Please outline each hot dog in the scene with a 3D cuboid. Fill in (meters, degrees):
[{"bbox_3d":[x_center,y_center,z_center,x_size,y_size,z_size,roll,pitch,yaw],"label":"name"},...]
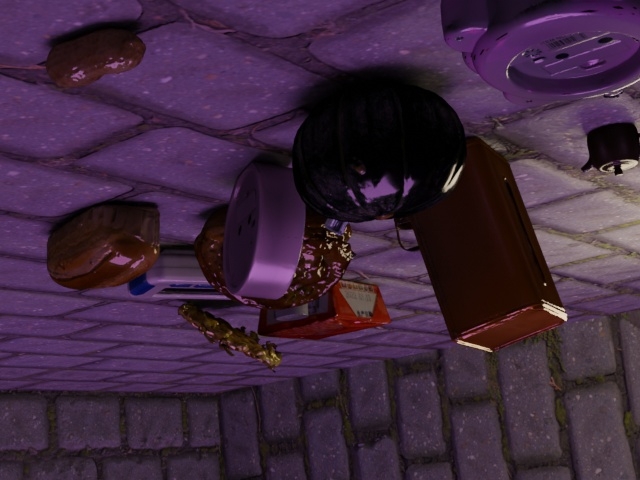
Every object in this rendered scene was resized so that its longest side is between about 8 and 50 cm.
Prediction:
[{"bbox_3d":[-0.075,0.021,1.843,0.272,0.122,0.196,6,128,-32],"label":"hot dog"}]

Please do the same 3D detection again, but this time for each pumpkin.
[{"bbox_3d":[0.073,-0.105,1.348,0.220,0.162,0.220,-4,171,-1],"label":"pumpkin"}]

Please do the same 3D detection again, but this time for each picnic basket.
[{"bbox_3d":[0.163,-0.022,1.890,0.072,0.083,0.072,-6,168,-1],"label":"picnic basket"}]

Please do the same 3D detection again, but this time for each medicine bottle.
[{"bbox_3d":[-0.062,0.090,2.155,0.080,0.130,0.080,-7,167,-2],"label":"medicine bottle"}]

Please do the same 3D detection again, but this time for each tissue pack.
[{"bbox_3d":[0.242,0.010,1.617,0.145,0.275,0.194,-25,161,22],"label":"tissue pack"}]

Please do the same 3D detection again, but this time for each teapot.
[{"bbox_3d":[0.444,-0.130,1.602,0.121,0.068,0.076,-11,166,19],"label":"teapot"}]

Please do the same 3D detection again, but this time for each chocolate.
[{"bbox_3d":[0.005,0.166,2.559,0.237,0.108,0.234,-18,162,35],"label":"chocolate"}]

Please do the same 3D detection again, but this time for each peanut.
[{"bbox_3d":[-0.230,-0.187,1.107,0.113,0.054,0.054,-11,166,20],"label":"peanut"}]

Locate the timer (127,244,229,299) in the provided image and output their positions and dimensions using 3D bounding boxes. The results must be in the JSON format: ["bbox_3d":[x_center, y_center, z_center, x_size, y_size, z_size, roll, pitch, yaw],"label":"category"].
[{"bbox_3d":[-0.233,0.064,2.087,0.253,0.078,0.178,2,166,-27],"label":"timer"}]

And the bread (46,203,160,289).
[{"bbox_3d":[-0.355,0.016,1.772,0.140,0.106,0.236,7,161,-37],"label":"bread"}]

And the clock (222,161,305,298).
[{"bbox_3d":[-0.085,-0.014,1.585,0.068,0.197,0.197,8,162,-19],"label":"clock"}]

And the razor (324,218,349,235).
[{"bbox_3d":[0.134,-0.069,1.769,0.277,0.056,0.111,-3,131,-39],"label":"razor"}]

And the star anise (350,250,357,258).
[{"bbox_3d":[-0.010,0.003,1.990,0.129,0.056,0.124,-6,142,16],"label":"star anise"}]

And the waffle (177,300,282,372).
[{"bbox_3d":[-0.209,0.220,2.536,0.280,0.060,0.262,27,180,15],"label":"waffle"}]

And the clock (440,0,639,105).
[{"bbox_3d":[0.254,-0.220,1.111,0.227,0.090,0.248,-16,162,32],"label":"clock"}]
